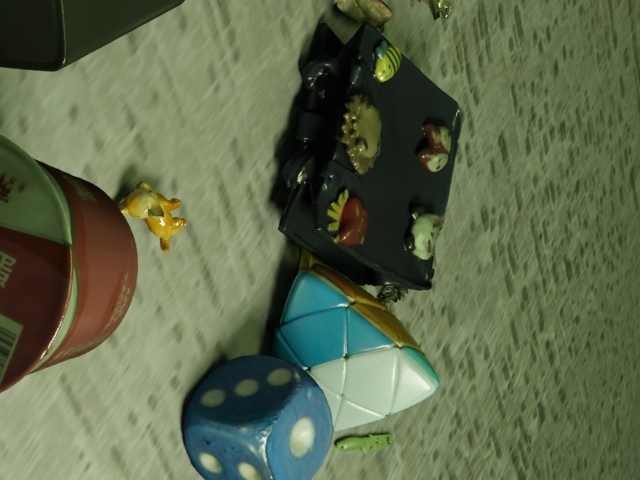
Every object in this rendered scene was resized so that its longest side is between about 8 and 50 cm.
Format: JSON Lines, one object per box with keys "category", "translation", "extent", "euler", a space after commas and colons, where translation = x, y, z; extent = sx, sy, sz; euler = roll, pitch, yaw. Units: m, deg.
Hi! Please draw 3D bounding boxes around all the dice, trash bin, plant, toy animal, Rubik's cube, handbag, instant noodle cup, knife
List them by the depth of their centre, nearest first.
{"category": "instant noodle cup", "translation": [-0.282, 0.022, 1.201], "extent": [0.178, 0.235, 0.234], "euler": [4, 96, -72]}
{"category": "trash bin", "translation": [-0.232, -0.274, 1.297], "extent": [0.225, 0.115, 0.165], "euler": [-40, 132, -55]}
{"category": "toy animal", "translation": [-0.191, -0.026, 1.507], "extent": [0.083, 0.060, 0.081], "euler": [-10, 107, -69]}
{"category": "dice", "translation": [-0.079, 0.239, 1.704], "extent": [0.146, 0.146, 0.143], "euler": [-50, 138, -41]}
{"category": "handbag", "translation": [0.072, -0.108, 1.866], "extent": [0.329, 0.122, 0.303], "euler": [35, 62, -56]}
{"category": "Rubik's cube", "translation": [0.014, 0.165, 1.888], "extent": [0.254, 0.254, 0.254], "euler": [-29, 124, -55]}
{"category": "plant", "translation": [0.121, 0.068, 2.110], "extent": [0.102, 0.051, 0.051], "euler": [-58, 146, -24]}
{"category": "knife", "translation": [0.071, 0.323, 2.142], "extent": [0.207, 0.014, 0.030], "euler": [9, 90, -62]}

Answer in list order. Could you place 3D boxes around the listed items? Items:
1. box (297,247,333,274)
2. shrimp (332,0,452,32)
{"category": "box", "translation": [0.000, 0.000, 1.898], "extent": [0.073, 0.020, 0.149], "euler": [7, 94, -61]}
{"category": "shrimp", "translation": [0.089, -0.400, 1.868], "extent": [0.360, 0.085, 0.247], "euler": [44, 64, -50]}
